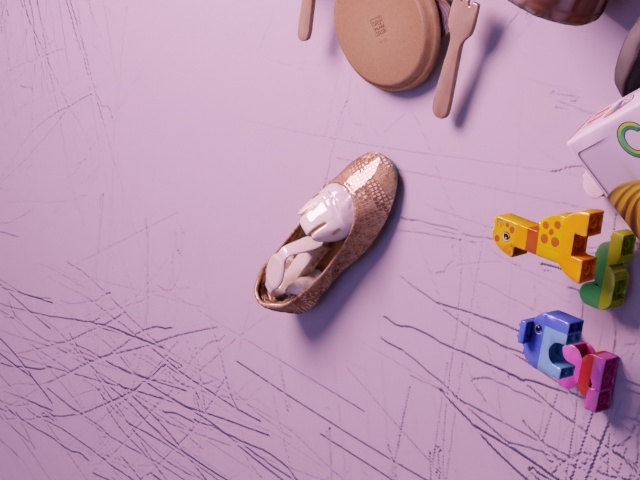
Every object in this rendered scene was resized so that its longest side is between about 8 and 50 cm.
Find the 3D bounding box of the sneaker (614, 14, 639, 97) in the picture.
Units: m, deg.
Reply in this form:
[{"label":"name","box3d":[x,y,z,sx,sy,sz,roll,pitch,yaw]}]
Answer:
[{"label":"sneaker","box3d":[0.306,-0.140,1.128,0.227,0.087,0.130,-41,61,37]}]

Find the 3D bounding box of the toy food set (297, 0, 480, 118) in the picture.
[{"label":"toy food set","box3d":[0.065,-0.197,1.420,0.192,0.038,0.132,35,128,32]}]

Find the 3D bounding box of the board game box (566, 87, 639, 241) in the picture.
[{"label":"board game box","box3d":[0.330,-0.055,1.069,0.193,0.053,0.305,52,142,-6]}]

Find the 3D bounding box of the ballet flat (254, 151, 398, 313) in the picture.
[{"label":"ballet flat","box3d":[0.000,0.000,1.494,0.073,0.067,0.206,54,131,27]}]

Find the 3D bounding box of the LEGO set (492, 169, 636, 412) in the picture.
[{"label":"LEGO set","box3d":[0.188,0.021,1.284,0.093,0.087,0.227,23,112,42]}]

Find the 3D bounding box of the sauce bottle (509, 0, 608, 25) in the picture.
[{"label":"sauce bottle","box3d":[0.229,-0.321,1.160,0.111,0.111,0.344,47,129,31]}]
